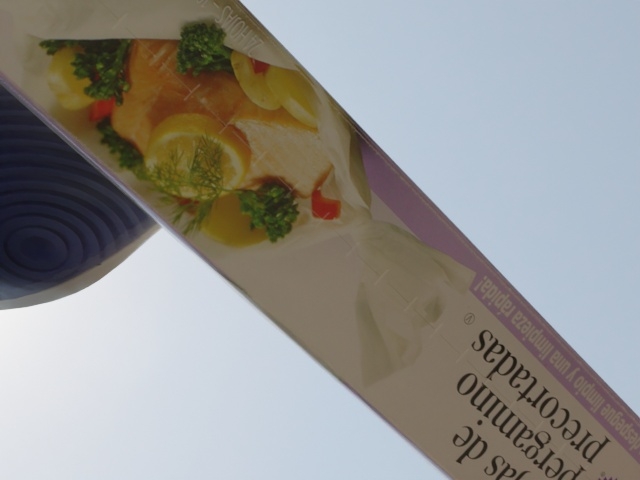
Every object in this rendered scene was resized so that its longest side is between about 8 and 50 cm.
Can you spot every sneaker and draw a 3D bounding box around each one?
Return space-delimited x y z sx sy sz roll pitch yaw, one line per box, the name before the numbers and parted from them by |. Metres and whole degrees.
sneaker | -0.185 -0.055 0.518 0.315 0.182 0.127 -20 -49 34

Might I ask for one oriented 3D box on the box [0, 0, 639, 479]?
box | 0.000 0.000 0.394 0.063 0.067 0.324 -48 -63 -4
